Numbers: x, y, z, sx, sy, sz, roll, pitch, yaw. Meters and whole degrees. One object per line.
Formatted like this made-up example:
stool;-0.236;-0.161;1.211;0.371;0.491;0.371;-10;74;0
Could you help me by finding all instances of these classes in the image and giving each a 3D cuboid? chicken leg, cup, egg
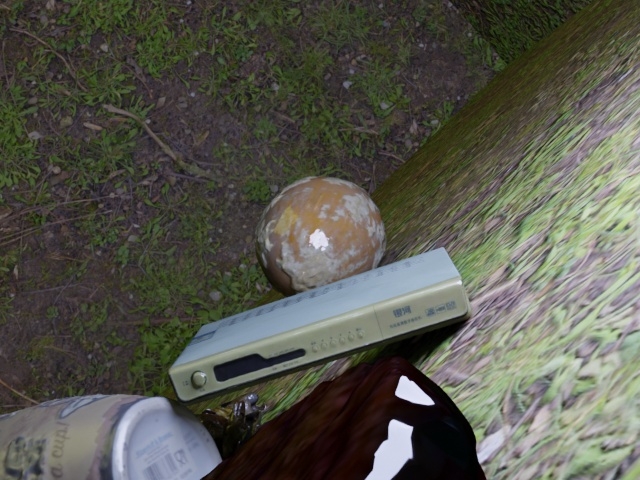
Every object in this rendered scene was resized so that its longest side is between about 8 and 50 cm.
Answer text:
chicken leg;-0.120;0.230;1.117;0.125;0.080;0.196;-33;-5;-4
cup;-0.202;0.237;0.892;0.257;0.227;0.301;-23;7;27
egg;0.000;0.000;1.495;0.203;0.203;0.245;-41;3;31

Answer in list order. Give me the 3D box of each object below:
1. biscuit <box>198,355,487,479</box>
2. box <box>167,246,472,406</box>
biscuit;-0.076;0.220;0.469;0.407;0.091;0.407;-44;1;1
box;0.003;0.078;0.903;0.270;0.045;0.211;-18;6;4
